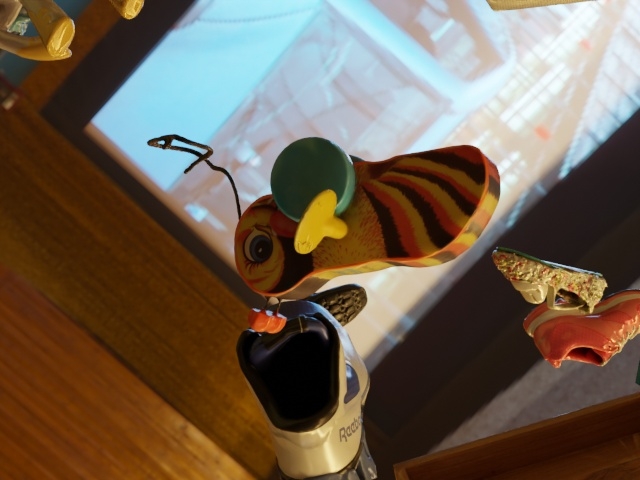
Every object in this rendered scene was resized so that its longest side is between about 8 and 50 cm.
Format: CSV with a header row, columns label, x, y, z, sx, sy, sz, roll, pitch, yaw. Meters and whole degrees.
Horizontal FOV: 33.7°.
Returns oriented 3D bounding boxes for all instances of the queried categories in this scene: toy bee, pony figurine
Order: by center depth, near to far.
label,x,y,z,sx,sy,sz,roll,pitch,yaw
toy bee,0.000,0.000,0.888,0.298,0.195,0.162,1,-96,43
pony figurine,-0.397,-0.414,1.414,0.351,0.364,0.303,-58,159,-16

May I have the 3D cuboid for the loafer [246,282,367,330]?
label,x,y,z,sx,sy,sz,roll,pitch,yaw
loafer,-0.027,0.127,1.784,0.223,0.076,0.078,-25,-155,-15

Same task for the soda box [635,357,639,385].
label,x,y,z,sx,sy,sz,roll,pitch,yaw
soda box,0.516,0.117,1.510,0.067,0.071,0.210,-150,-116,-61

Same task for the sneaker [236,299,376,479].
label,x,y,z,sx,sy,sz,roll,pitch,yaw
sneaker,-0.014,0.132,1.142,0.128,0.182,0.315,-14,-149,0

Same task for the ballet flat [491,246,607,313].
label,x,y,z,sx,sy,sz,roll,pitch,yaw
ballet flat,0.371,0.070,1.703,0.091,0.241,0.077,10,-93,59

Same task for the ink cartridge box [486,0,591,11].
label,x,y,z,sx,sy,sz,roll,pitch,yaw
ink cartridge box,0.295,-0.415,1.484,0.045,0.224,0.223,68,27,-51

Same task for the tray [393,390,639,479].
label,x,y,z,sx,sy,sz,roll,pitch,yaw
tray,0.317,0.310,1.326,0.411,0.076,0.203,-15,-155,-4

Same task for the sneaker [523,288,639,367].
label,x,y,z,sx,sy,sz,roll,pitch,yaw
sneaker,0.566,0.190,2.108,0.116,0.314,0.136,100,-21,-51
